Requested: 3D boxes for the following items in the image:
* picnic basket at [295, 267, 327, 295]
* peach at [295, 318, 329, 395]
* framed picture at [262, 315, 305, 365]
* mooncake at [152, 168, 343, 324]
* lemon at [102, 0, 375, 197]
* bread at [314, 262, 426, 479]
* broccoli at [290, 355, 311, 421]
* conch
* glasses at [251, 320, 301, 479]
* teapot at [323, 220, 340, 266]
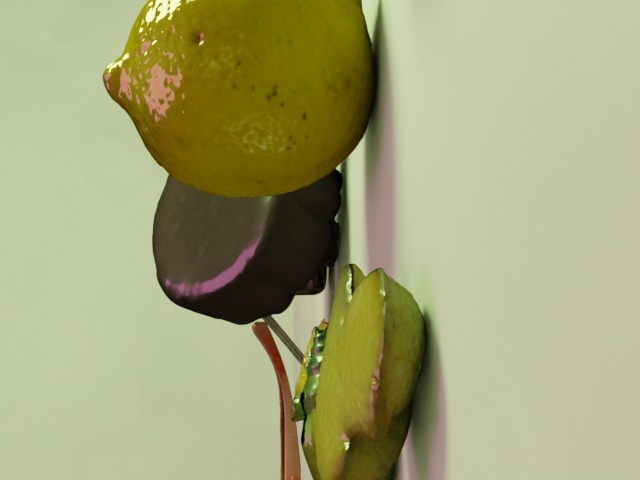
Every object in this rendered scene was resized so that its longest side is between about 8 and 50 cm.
[{"bbox_3d":[-0.071,-0.046,1.521,0.139,0.165,0.267,-5,-83,-82],"label":"picnic basket"},{"bbox_3d":[0.011,0.136,1.101,0.098,0.061,0.098,-159,90,-77],"label":"peach"},{"bbox_3d":[-0.046,0.153,1.489,0.183,0.011,0.142,50,173,2],"label":"framed picture"},{"bbox_3d":[-0.095,-0.027,1.333,0.283,0.141,0.283,-24,54,39],"label":"mooncake"},{"bbox_3d":[-0.073,-0.156,0.974,0.228,0.253,0.229,-6,-90,-82],"label":"lemon"},{"bbox_3d":[0.040,0.080,0.701,0.188,0.065,0.150,-89,13,-57],"label":"bread"},{"bbox_3d":[0.009,0.138,0.910,0.097,0.091,0.095,168,90,-68],"label":"broccoli"},{"bbox_3d":[0.026,0.168,0.817,0.095,0.079,0.201,-43,-52,-69],"label":"conch"},{"bbox_3d":[-0.036,0.243,1.370,0.234,0.118,0.269,115,154,-85],"label":"glasses"},{"bbox_3d":[0.000,0.000,1.373,0.088,0.066,0.057,-14,56,64],"label":"teapot"}]
